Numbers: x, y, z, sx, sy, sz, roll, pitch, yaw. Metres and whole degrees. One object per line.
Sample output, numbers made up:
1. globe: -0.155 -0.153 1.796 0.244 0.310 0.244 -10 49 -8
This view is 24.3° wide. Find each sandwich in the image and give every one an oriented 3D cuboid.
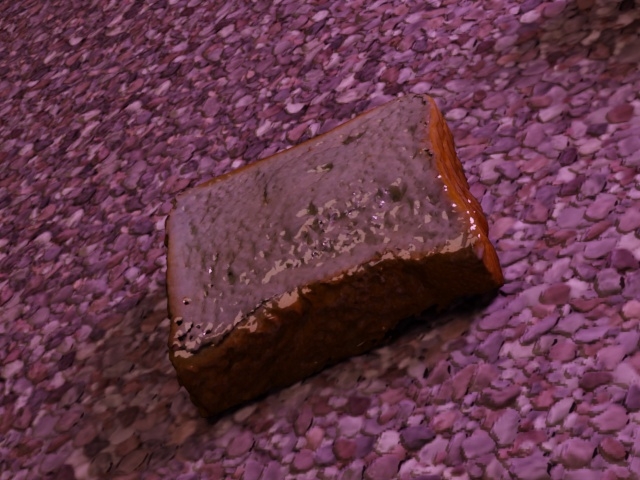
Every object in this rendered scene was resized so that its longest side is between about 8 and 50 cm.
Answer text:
1. sandwich: 0.000 -0.001 1.137 0.251 0.087 0.226 -23 33 11
